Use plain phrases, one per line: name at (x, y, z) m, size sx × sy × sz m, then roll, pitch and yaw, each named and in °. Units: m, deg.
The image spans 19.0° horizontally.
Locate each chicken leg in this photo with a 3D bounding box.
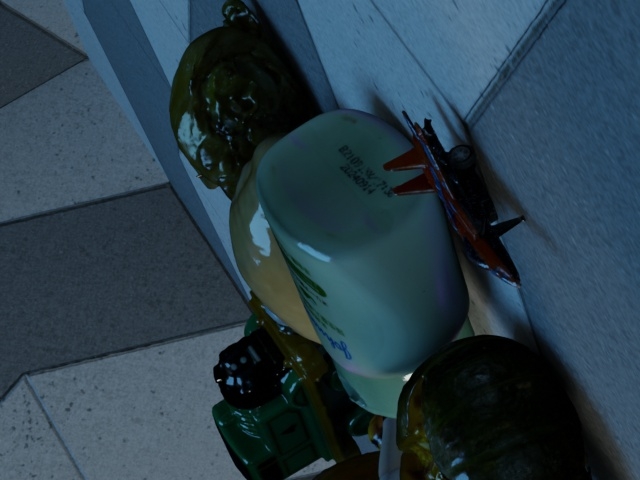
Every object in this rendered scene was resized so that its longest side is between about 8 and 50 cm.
chicken leg at (-0.054, -0.085, 2.187) m, size 0.429 × 0.152 × 0.201 m, roll 57°, pitch -170°, yaw -56°

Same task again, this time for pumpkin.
pumpkin at (0.162, 0.202, 1.737) m, size 0.238 × 0.159 × 0.238 m, roll 173°, pitch 90°, yaw -74°

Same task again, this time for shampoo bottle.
shampoo bottle at (0.057, 0.043, 1.833) m, size 0.222 × 0.151 × 0.349 m, roll 45°, pitch 167°, yaw 36°

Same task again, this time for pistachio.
pistachio at (0.000, 0.000, 2.008) m, size 0.181 × 0.162 × 0.293 m, roll -1°, pitch 136°, yaw 29°

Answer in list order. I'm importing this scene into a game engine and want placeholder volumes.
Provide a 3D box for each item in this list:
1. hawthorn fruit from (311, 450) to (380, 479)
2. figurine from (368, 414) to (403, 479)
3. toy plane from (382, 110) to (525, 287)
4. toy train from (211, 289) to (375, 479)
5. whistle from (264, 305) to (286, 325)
hawthorn fruit at (0.071, 0.509, 2.712) m, size 0.403 × 0.403 × 0.403 m, roll 57°, pitch 172°, yaw 12°
figurine at (0.146, 0.336, 2.231) m, size 0.320 × 0.196 × 0.323 m, roll 44°, pitch 158°, yaw 32°
toy plane at (0.118, -0.025, 1.515) m, size 0.189 × 0.061 × 0.130 m, roll 46°, pitch 165°, yaw 43°
toy train at (-0.047, 0.219, 2.826) m, size 0.178 × 0.249 × 0.429 m, roll 55°, pitch 172°, yaw 30°
whistle at (0.014, 0.076, 2.273) m, size 0.180 × 0.093 × 0.269 m, roll 16°, pitch 173°, yaw 33°
